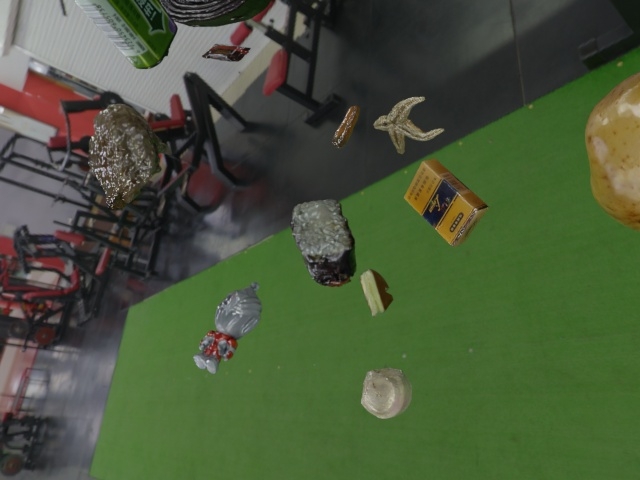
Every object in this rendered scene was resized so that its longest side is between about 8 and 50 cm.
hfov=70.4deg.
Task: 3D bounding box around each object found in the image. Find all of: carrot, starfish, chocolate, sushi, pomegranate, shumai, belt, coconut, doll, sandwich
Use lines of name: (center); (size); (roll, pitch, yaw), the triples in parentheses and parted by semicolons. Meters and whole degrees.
carrot: (0.108, -0.459, 1.835); (0.060, 0.060, 0.186); (29, 91, 57)
starfish: (0.229, -0.299, 1.213); (0.050, 0.138, 0.247); (-57, 15, -12)
chocolate: (-0.322, -0.638, 1.547); (0.182, 0.028, 0.086); (17, 62, 32)
sushi: (0.000, 0.000, 1.478); (0.343, 0.196, 0.182); (-110, 18, -52)
pomegranate: (0.719, -0.163, 0.883); (0.410, 0.410, 0.410); (-32, 48, 44)
shumai: (-0.432, -0.199, 1.093); (0.184, 0.185, 0.218); (-36, 74, 31)
belt: (-0.264, -0.630, 1.124); (0.289, 0.164, 0.184); (4, 109, 17)
coconut: (0.147, 0.329, 0.996); (0.110, 0.124, 0.110); (-5, 78, 22)
doll: (-0.161, 0.151, 0.816); (0.094, 0.079, 0.180); (14, 57, 27)
sandwich: (0.245, 0.228, 1.931); (0.090, 0.088, 0.244); (-47, 36, 29)

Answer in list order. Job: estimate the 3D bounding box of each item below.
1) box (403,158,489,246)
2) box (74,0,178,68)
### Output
box: (0.376, -0.118, 1.381); (0.237, 0.070, 0.152); (53, 141, 30)
box: (-0.407, -0.484, 0.826); (0.097, 0.345, 0.134); (9, 70, 24)
